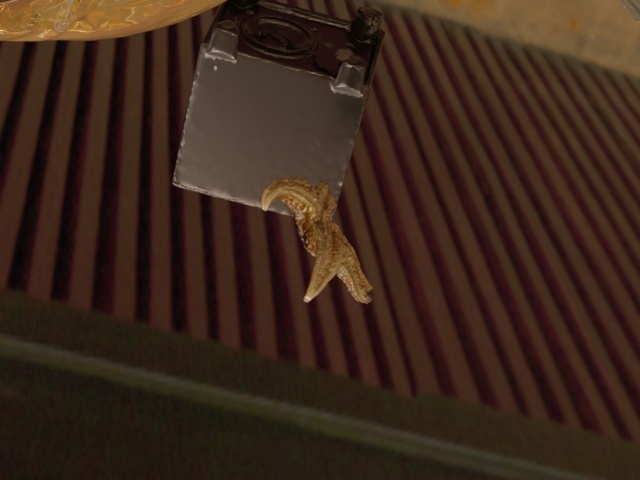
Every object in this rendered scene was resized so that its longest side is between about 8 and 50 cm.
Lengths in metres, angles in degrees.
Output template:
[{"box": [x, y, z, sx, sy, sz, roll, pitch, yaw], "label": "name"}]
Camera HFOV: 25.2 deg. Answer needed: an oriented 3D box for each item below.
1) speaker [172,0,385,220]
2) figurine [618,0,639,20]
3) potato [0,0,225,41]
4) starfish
[{"box": [-0.056, -0.189, 1.905, 0.232, 0.184, 0.254, 15, 124, -1], "label": "speaker"}, {"box": [0.376, -0.323, 1.263, 0.285, 0.342, 0.167, -23, 132, 26], "label": "figurine"}, {"box": [-0.063, -0.160, 0.515, 0.235, 0.128, 0.161, -37, 151, -4], "label": "potato"}, {"box": [0.001, -0.002, 1.664, 0.071, 0.216, 0.238, -34, 133, 11], "label": "starfish"}]
